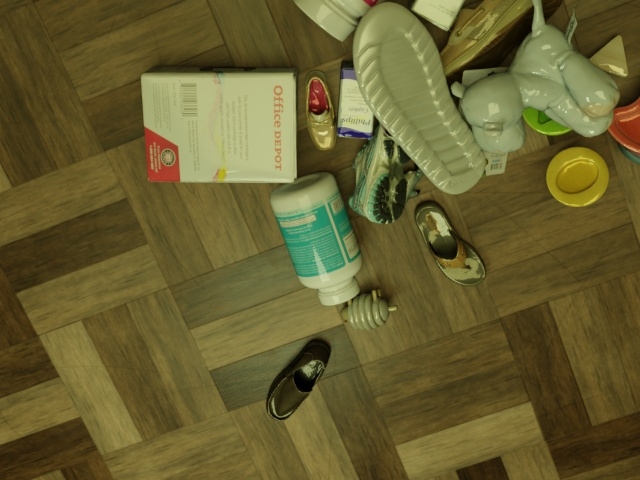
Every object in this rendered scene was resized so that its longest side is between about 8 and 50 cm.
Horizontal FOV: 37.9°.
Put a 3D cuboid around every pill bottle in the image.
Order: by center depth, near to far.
[{"bbox_3d":[0.084,-0.532,1.779,0.160,0.160,0.283,38,106,-10],"label":"pill bottle"},{"bbox_3d":[0.000,0.000,1.965,0.146,0.146,0.264,-17,106,8],"label":"pill bottle"}]

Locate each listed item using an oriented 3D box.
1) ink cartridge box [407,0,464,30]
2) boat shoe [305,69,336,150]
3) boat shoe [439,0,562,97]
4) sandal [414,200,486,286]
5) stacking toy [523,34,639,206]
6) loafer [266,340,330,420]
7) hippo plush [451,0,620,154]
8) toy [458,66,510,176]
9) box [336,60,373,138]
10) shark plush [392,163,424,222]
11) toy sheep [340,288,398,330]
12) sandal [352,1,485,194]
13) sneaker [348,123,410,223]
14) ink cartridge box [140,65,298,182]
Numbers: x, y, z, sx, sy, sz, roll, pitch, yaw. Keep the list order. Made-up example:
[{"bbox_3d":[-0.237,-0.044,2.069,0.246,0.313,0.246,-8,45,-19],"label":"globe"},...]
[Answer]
[{"bbox_3d":[0.252,-0.518,1.781,0.086,0.153,0.208,26,106,-5],"label":"ink cartridge box"},{"bbox_3d":[-0.004,-0.262,1.924,0.063,0.059,0.170,-10,107,5],"label":"boat shoe"},{"bbox_3d":[0.316,-0.407,1.847,0.341,0.121,0.110,-39,68,22],"label":"boat shoe"},{"bbox_3d":[0.277,0.013,2.003,0.090,0.060,0.219,-29,105,11],"label":"sandal"},{"bbox_3d":[0.568,-0.235,1.914,0.308,0.130,0.280,-29,79,8],"label":"stacking toy"},{"bbox_3d":[-0.057,0.325,2.110,0.080,0.078,0.220,30,107,-7],"label":"loafer"},{"bbox_3d":[0.392,-0.259,1.731,0.236,0.234,0.294,-37,147,-6],"label":"hippo plush"},{"bbox_3d":[0.327,-0.245,1.911,0.136,0.056,0.237,-8,119,-21],"label":"toy"},{"bbox_3d":[0.072,-0.285,1.879,0.072,0.126,0.137,3,108,0],"label":"box"},{"bbox_3d":[0.183,-0.113,1.985,0.067,0.073,0.161,33,92,-34],"label":"shark plush"},{"bbox_3d":[0.105,0.154,2.045,0.132,0.091,0.091,-10,109,25],"label":"toy sheep"},{"bbox_3d":[0.176,-0.264,1.816,0.169,0.102,0.416,-33,113,-6],"label":"sandal"},{"bbox_3d":[0.121,-0.181,1.922,0.110,0.122,0.283,17,88,-41],"label":"sneaker"},{"bbox_3d":[-0.199,-0.238,1.903,0.306,0.131,0.226,1,108,0],"label":"ink cartridge box"}]
